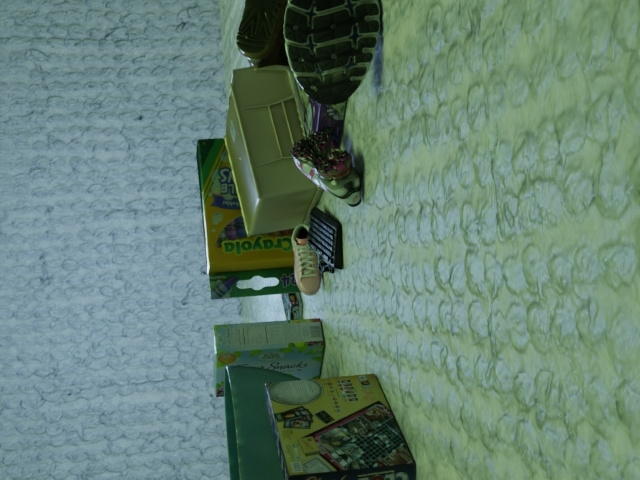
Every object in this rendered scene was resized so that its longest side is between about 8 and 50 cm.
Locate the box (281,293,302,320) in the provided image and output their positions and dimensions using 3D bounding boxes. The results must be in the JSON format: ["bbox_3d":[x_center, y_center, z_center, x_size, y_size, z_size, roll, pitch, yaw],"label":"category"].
[{"bbox_3d":[-0.064,0.133,2.414,0.137,0.027,0.094,-105,14,-51],"label":"box"}]

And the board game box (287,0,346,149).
[{"bbox_3d":[-0.011,-0.310,1.834,0.208,0.056,0.346,105,160,-52],"label":"board game box"}]

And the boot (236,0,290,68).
[{"bbox_3d":[-0.090,-0.405,2.123,0.269,0.089,0.236,66,-134,-75],"label":"boot"}]

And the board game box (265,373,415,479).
[{"bbox_3d":[0.020,0.263,1.499,0.243,0.165,0.042,-113,21,-67],"label":"board game box"}]

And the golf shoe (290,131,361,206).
[{"bbox_3d":[0.008,-0.107,1.673,0.086,0.067,0.186,64,174,-29],"label":"golf shoe"}]

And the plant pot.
[{"bbox_3d":[-0.062,0.360,1.961,0.290,0.196,0.290,176,90,-81],"label":"plant pot"}]

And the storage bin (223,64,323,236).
[{"bbox_3d":[-0.099,-0.167,2.094,0.262,0.123,0.260,115,142,-73],"label":"storage bin"}]

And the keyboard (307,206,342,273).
[{"bbox_3d":[0.006,0.009,1.897,0.180,0.023,0.108,-139,46,-73],"label":"keyboard"}]

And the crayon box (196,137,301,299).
[{"bbox_3d":[-0.139,-0.051,2.247,0.083,0.203,0.322,117,148,-72],"label":"crayon box"}]

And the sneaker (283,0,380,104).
[{"bbox_3d":[0.017,-0.346,1.478,0.147,0.130,0.329,-9,-81,-85],"label":"sneaker"}]

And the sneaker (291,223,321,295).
[{"bbox_3d":[-0.029,0.031,2.038,0.070,0.051,0.134,64,-158,-70],"label":"sneaker"}]

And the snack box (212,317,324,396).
[{"bbox_3d":[-0.104,0.228,2.134,0.174,0.207,0.070,99,164,-52],"label":"snack box"}]
